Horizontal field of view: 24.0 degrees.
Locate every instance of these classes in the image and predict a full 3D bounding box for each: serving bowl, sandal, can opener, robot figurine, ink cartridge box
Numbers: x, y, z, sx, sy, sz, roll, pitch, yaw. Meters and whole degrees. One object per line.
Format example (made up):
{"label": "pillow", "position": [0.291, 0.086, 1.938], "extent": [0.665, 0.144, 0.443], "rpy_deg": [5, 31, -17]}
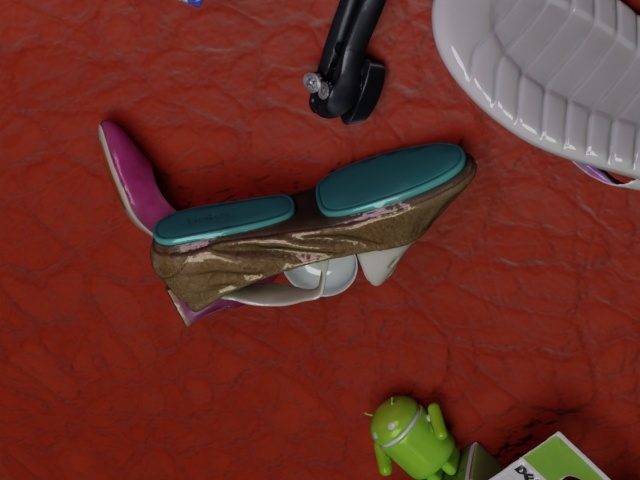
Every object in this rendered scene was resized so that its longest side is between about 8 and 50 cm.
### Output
{"label": "serving bowl", "position": [0.001, 0.018, 1.604], "extent": [0.083, 0.027, 0.083], "rpy_deg": [5, 120, 9]}
{"label": "sandal", "position": [0.283, -0.122, 1.412], "extent": [0.416, 0.169, 0.102], "rpy_deg": [26, 162, -4]}
{"label": "can opener", "position": [0.030, -0.199, 1.462], "extent": [0.059, 0.073, 0.186], "rpy_deg": [37, 127, 36]}
{"label": "robot figurine", "position": [0.103, 0.220, 1.678], "extent": [0.115, 0.067, 0.101], "rpy_deg": [44, 124, -14]}
{"label": "ink cartridge box", "position": [0.233, 0.311, 1.689], "extent": [0.189, 0.097, 0.255], "rpy_deg": [44, 118, -14]}

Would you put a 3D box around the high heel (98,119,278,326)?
{"label": "high heel", "position": [-0.142, -0.034, 1.594], "extent": [0.117, 0.082, 0.244], "rpy_deg": [-28, 99, -9]}

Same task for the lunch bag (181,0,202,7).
{"label": "lunch bag", "position": [-0.154, -0.393, 1.356], "extent": [0.221, 0.138, 0.293], "rpy_deg": [21, 109, -2]}

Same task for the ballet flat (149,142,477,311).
{"label": "ballet flat", "position": [0.000, 0.000, 1.525], "extent": [0.342, 0.116, 0.124], "rpy_deg": [-16, 119, 3]}
